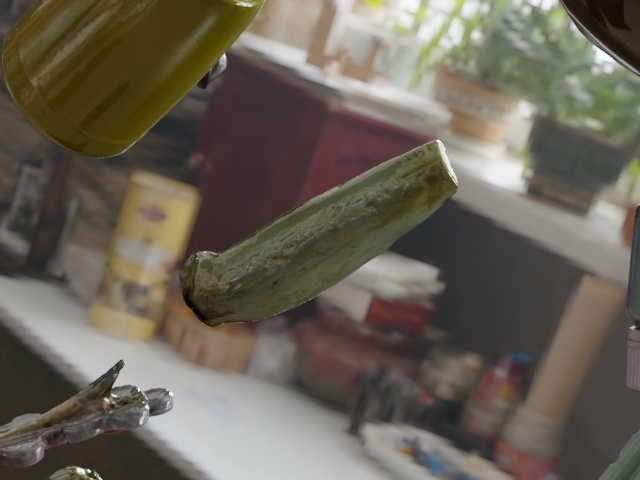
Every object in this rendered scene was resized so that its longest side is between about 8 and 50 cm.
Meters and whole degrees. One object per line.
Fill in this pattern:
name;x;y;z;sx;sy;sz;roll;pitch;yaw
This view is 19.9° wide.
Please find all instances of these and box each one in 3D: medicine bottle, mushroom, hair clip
medicine bottle;0.370;0.063;1.965;0.083;0.203;0.083;7;1;0
mushroom;0.002;0.001;1.866;0.107;0.333;0.087;23;44;-57
hair clip;-0.295;0.208;2.092;0.257;0.075;0.146;-23;19;-10

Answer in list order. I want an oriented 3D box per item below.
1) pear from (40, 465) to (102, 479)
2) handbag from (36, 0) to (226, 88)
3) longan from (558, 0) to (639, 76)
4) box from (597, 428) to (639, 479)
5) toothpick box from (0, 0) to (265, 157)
pear;-0.248;0.280;1.760;0.107;0.131;0.107;21;-6;2
handbag;-0.236;-0.253;2.294;0.244;0.088;0.275;18;5;-6
longan;0.366;-0.317;1.586;0.336;0.404;0.404;23;12;31
box;0.481;0.331;2.305;0.182;0.312;0.175;49;-17;-25
toothpick box;-0.178;-0.220;1.821;0.175;0.271;0.175;31;38;-29
